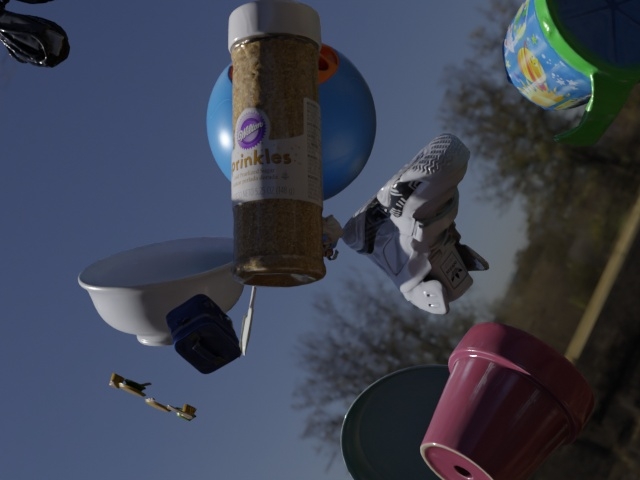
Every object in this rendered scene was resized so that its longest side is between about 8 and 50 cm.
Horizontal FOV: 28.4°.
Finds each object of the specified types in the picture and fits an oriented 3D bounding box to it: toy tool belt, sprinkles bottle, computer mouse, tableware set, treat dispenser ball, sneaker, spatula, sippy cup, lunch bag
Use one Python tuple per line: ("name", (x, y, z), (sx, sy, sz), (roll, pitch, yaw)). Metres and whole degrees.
("toy tool belt", (0.000, 0.000, 1.987), (0.051, 0.052, 0.083), (-18, -37, -28))
("sprinkles bottle", (-0.055, -0.123, 1.613), (0.121, 0.121, 0.355), (63, -155, -76))
("computer mouse", (-0.301, -0.337, 1.402), (0.272, 0.188, 0.072), (-59, -25, -9))
("tableware set", (-0.271, 0.254, 2.061), (0.104, 0.154, 0.024), (124, 170, -74))
("treat dispenser ball", (-0.049, -0.200, 2.142), (0.288, 0.288, 0.288), (-60, -13, -23))
("sneaker", (0.179, -0.017, 1.936), (0.137, 0.210, 0.366), (-44, 0, -27))
("spatula", (-0.125, 0.094, 2.314), (0.168, 0.019, 0.242), (110, 168, -81))
("sippy cup", (0.381, -0.302, 1.848), (0.305, 0.240, 0.224), (-48, 1, -24))
("lunch bag", (-0.148, 0.120, 1.605), (0.067, 0.065, 0.098), (-34, -44, 9))

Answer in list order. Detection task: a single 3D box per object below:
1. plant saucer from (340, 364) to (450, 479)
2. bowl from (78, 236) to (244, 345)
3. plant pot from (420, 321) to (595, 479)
("plant saucer", (0.193, 0.329, 2.084), (0.043, 0.318, 0.317), (-76, 4, -60))
("bowl", (-0.255, 0.095, 2.169), (0.298, 0.298, 0.134), (-40, -56, -64))
("plant pot", (0.232, 0.238, 1.667), (0.180, 0.201, 0.201), (-52, -16, -25))
